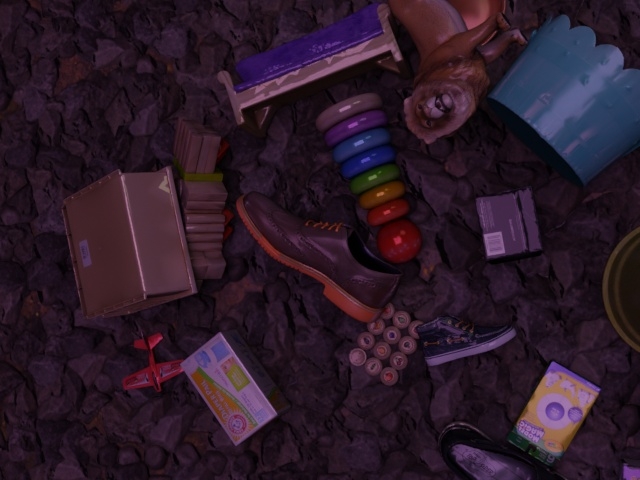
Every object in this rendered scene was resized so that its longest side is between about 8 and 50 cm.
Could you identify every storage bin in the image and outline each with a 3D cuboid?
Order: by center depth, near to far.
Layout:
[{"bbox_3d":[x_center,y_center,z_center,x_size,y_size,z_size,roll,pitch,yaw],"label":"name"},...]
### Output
[{"bbox_3d":[-0.402,0.013,1.623,0.260,0.123,0.263,-19,82,42],"label":"storage bin"}]

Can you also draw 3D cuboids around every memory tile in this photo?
[{"bbox_3d":[0.133,0.205,1.581,0.113,0.012,0.148,32,95,14],"label":"memory tile"}]

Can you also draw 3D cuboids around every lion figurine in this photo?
[{"bbox_3d":[0.208,-0.385,1.426,0.240,0.142,0.392,-31,67,29],"label":"lion figurine"}]

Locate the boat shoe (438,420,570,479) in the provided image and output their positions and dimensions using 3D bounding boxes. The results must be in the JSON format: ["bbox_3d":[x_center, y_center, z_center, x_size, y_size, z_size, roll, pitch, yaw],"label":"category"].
[{"bbox_3d":[0.366,0.457,1.458,0.340,0.113,0.127,38,96,13],"label":"boat shoe"}]

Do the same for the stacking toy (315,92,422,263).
[{"bbox_3d":[0.112,-0.114,1.550,0.141,0.141,0.331,-23,86,11],"label":"stacking toy"}]

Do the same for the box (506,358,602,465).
[{"bbox_3d":[0.435,0.326,1.486,0.105,0.043,0.179,29,95,14],"label":"box"}]

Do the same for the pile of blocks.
[{"bbox_3d":[-0.244,-0.074,1.657,0.112,0.149,0.363,0,98,-29],"label":"pile of blocks"}]

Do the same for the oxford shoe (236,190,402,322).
[{"bbox_3d":[0.000,0.000,1.554,0.363,0.130,0.133,36,117,4],"label":"oxford shoe"}]

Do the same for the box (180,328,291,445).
[{"bbox_3d":[-0.170,0.295,1.603,0.114,0.103,0.203,-39,79,9],"label":"box"}]

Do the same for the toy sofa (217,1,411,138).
[{"bbox_3d":[-0.015,-0.355,1.579,0.362,0.150,0.177,-20,83,12],"label":"toy sofa"}]

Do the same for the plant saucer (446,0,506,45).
[{"bbox_3d":[0.267,-0.460,1.574,0.199,0.037,0.200,-1,86,13],"label":"plant saucer"}]

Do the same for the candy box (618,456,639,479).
[{"bbox_3d":[0.634,0.488,1.413,0.196,0.070,0.165,4,88,15],"label":"candy box"}]

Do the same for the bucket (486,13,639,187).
[{"bbox_3d":[0.443,-0.239,1.404,0.183,0.281,0.281,-46,78,9],"label":"bucket"}]

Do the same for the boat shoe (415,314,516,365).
[{"bbox_3d":[0.276,0.175,1.517,0.183,0.065,0.083,-20,92,14],"label":"boat shoe"}]

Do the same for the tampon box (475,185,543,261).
[{"bbox_3d":[0.349,-0.025,1.465,0.101,0.161,0.121,-11,83,13],"label":"tampon box"}]

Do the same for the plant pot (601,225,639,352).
[{"bbox_3d":[0.635,0.084,1.342,0.275,0.254,0.276,-1,87,13],"label":"plant pot"}]

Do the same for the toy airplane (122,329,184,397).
[{"bbox_3d":[-0.360,0.263,1.690,0.151,0.028,0.151,-1,86,12],"label":"toy airplane"}]
